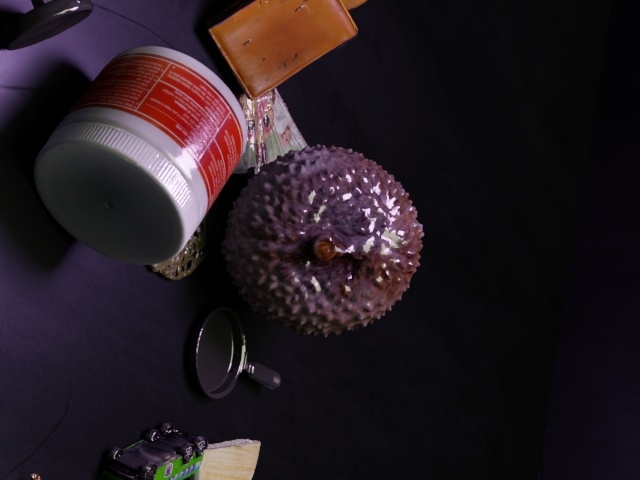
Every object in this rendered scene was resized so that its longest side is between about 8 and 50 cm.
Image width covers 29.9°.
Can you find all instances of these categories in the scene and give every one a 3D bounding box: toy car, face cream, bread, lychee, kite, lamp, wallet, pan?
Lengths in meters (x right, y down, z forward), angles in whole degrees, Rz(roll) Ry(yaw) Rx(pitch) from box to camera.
[{"bbox_3d":[-0.219,0.295,1.591,0.165,0.071,0.062,-17,121,-61],"label":"toy car"},{"bbox_3d":[-0.210,-0.103,1.434,0.187,0.201,0.201,-63,143,-39],"label":"face cream"},{"bbox_3d":[-0.149,0.351,1.763,0.193,0.036,0.112,12,86,-65],"label":"bread"},{"bbox_3d":[-0.002,-0.004,1.764,0.300,0.300,0.300,-8,99,-62],"label":"lychee"},{"bbox_3d":[-0.092,-0.160,1.857,0.323,0.013,0.267,-19,108,-60],"label":"kite"},{"bbox_3d":[-0.327,-0.392,1.290,0.130,0.109,0.371,-36,123,-60],"label":"lamp"},{"bbox_3d":[-0.058,-0.311,1.752,0.042,0.195,0.161,55,0,45],"label":"wallet"},{"bbox_3d":[-0.129,0.182,1.794,0.235,0.028,0.136,39,59,-53],"label":"pan"}]

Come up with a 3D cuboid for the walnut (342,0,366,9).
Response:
[{"bbox_3d":[-0.017,-0.483,1.774,0.336,0.209,0.209,56,44,-47],"label":"walnut"}]

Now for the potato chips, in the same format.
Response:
[{"bbox_3d":[-0.195,-0.058,1.654,0.202,0.029,0.220,-52,138,-45],"label":"potato chips"}]

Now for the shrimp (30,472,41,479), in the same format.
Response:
[{"bbox_3d":[-0.322,0.325,1.440,0.091,0.025,0.127,-44,134,-53],"label":"shrimp"}]
